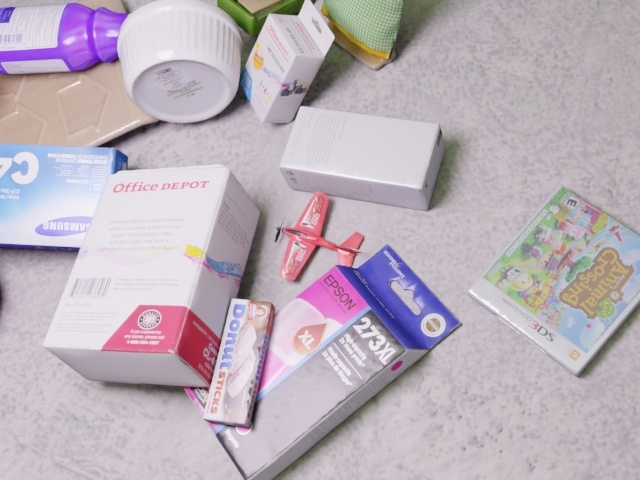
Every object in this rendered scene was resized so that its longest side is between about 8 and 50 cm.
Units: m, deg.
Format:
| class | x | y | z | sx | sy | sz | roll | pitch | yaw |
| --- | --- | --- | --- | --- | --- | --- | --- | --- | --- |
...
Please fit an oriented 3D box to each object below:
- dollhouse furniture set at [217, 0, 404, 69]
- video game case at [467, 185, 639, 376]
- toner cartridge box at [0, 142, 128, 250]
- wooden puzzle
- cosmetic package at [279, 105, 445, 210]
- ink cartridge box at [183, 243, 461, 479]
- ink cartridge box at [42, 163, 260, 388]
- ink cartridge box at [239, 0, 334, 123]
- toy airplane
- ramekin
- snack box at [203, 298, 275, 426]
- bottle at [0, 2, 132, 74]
| class | x | y | z | sx | sy | sz | roll | pitch | yaw |
| --- | --- | --- | --- | --- | --- | --- | --- | --- | --- |
| dollhouse furniture set | -0.016 | -0.406 | 1.483 | 0.151 | 0.197 | 0.301 | -32 | 60 | -29 |
| video game case | 0.346 | 0.051 | 1.281 | 0.193 | 0.023 | 0.212 | 38 | 81 | 27 |
| toner cartridge box | -0.497 | -0.072 | 1.492 | 0.347 | 0.075 | 0.165 | 2 | 85 | 4 |
| wooden puzzle | -0.475 | -0.257 | 1.640 | 0.348 | 0.080 | 0.322 | -23 | 62 | 0 |
| cosmetic package | 0.065 | -0.127 | 1.414 | 0.231 | 0.085 | 0.117 | 12 | 70 | 19 |
| ink cartridge box | 0.001 | 0.166 | 1.309 | 0.371 | 0.069 | 0.176 | -38 | 60 | -6 |
| ink cartridge box | -0.240 | 0.052 | 1.358 | 0.226 | 0.131 | 0.306 | 0 | 56 | 24 |
| ink cartridge box | -0.058 | -0.289 | 1.474 | 0.061 | 0.181 | 0.104 | -6 | 53 | -36 |
| toy airplane | 0.000 | 0.000 | 1.403 | 0.151 | 0.028 | 0.151 | -6 | 66 | 14 |
| ramekin | -0.227 | -0.283 | 1.498 | 0.207 | 0.207 | 0.109 | -12 | 60 | 11 |
| snack box | -0.113 | 0.170 | 1.291 | 0.064 | 0.022 | 0.178 | 3 | 66 | 20 |
| bottle | -0.435 | -0.349 | 1.578 | 0.283 | 0.092 | 0.118 | -1 | 62 | 11 |
